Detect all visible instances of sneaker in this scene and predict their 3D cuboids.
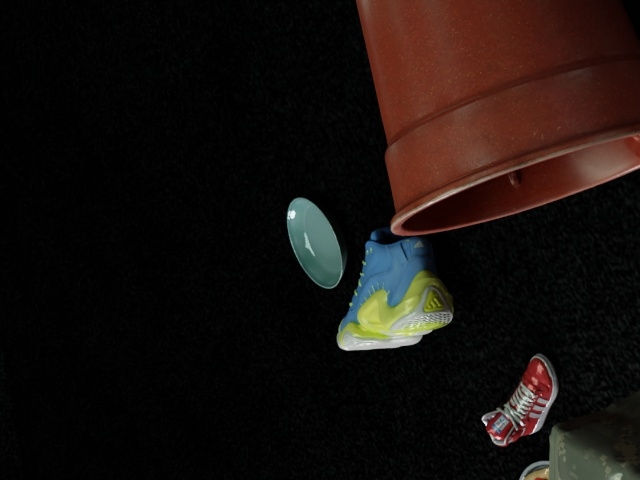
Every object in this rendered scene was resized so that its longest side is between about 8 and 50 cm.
[{"bbox_3d":[0.210,0.173,1.773,0.042,0.067,0.118,46,146,34],"label":"sneaker"},{"bbox_3d":[0.082,0.054,1.921,0.240,0.091,0.126,153,112,-63],"label":"sneaker"}]

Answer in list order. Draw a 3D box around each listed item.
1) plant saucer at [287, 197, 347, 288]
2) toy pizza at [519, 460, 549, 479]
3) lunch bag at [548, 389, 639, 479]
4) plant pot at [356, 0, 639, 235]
[{"bbox_3d":[0.000,0.000,2.071,0.119,0.021,0.119,41,143,41],"label":"plant saucer"},{"bbox_3d":[0.271,0.335,1.819,0.201,0.032,0.201,40,142,42],"label":"toy pizza"},{"bbox_3d":[0.338,0.315,1.541,0.235,0.169,0.287,31,131,49],"label":"lunch bag"},{"bbox_3d":[0.152,-0.172,1.446,0.272,0.272,0.265,-32,73,62],"label":"plant pot"}]
